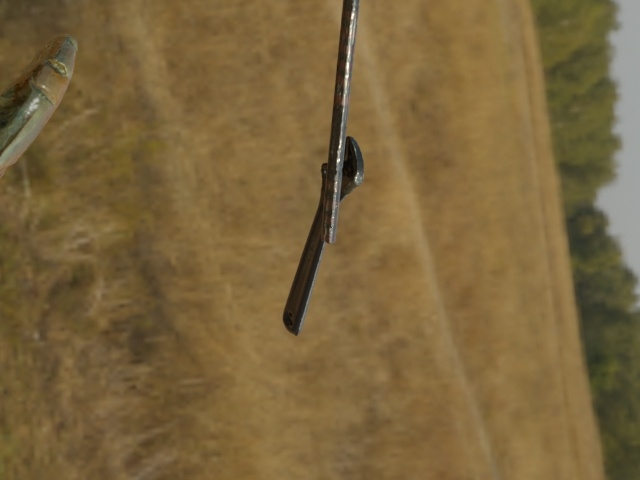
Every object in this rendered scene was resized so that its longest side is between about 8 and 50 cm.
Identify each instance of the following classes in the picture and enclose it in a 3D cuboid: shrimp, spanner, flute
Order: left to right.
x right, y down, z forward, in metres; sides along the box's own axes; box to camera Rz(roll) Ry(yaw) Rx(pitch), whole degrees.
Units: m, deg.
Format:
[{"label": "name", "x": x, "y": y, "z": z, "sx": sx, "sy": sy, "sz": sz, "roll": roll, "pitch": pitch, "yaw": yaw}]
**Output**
[{"label": "shrimp", "x": -0.289, "y": -0.103, "z": 1.281, "sx": 0.217, "sy": 0.051, "sz": 0.115, "roll": -61, "pitch": -164, "yaw": -22}, {"label": "spanner", "x": 0.000, "y": 0.000, "z": 1.200, "sx": 0.046, "sy": 0.012, "sz": 0.208, "roll": 50, "pitch": -46, "yaw": 40}, {"label": "flute", "x": 0.017, "y": -0.111, "z": 1.039, "sx": 0.014, "sy": 0.014, "sz": 0.269, "roll": -80, "pitch": 176, "yaw": -57}]
